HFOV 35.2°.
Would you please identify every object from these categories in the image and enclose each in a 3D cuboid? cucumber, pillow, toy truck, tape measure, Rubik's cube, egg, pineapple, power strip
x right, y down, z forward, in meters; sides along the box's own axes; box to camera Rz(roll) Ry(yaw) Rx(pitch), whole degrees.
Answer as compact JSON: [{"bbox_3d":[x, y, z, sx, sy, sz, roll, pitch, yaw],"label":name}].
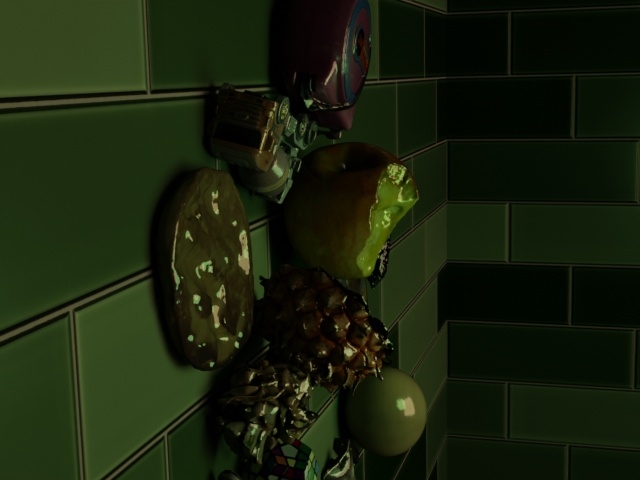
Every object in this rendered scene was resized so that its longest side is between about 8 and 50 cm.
[{"bbox_3d":[0.133,-0.034,2.349,0.072,0.072,0.300,50,39,-67],"label":"cucumber"},{"bbox_3d":[0.045,0.514,2.159,0.091,0.055,0.136,-67,152,-47],"label":"pillow"},{"bbox_3d":[-0.089,-0.143,1.550,0.256,0.108,0.140,25,81,-76],"label":"toy truck"},{"bbox_3d":[0.004,-0.328,1.799,0.231,0.149,0.245,52,49,-70],"label":"tape measure"},{"bbox_3d":[-0.066,0.380,1.647,0.112,0.133,0.133,-45,142,-28],"label":"Rubik's cube"},{"bbox_3d":[0.146,0.388,2.267,0.242,0.185,0.186,87,13,-49],"label":"egg"},{"bbox_3d":[-0.062,0.211,1.558,0.272,0.262,0.263,-50,144,-30],"label":"pineapple"},{"bbox_3d":[0.058,0.466,2.234,0.111,0.037,0.029,65,29,-59],"label":"power strip"}]

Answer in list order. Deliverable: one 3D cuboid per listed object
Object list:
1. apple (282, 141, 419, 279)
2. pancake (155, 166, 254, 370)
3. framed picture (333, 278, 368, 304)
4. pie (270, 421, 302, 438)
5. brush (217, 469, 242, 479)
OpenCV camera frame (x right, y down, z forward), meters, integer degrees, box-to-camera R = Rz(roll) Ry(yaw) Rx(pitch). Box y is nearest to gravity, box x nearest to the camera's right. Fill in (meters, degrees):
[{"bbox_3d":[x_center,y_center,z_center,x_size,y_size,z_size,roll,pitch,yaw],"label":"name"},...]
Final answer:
[{"bbox_3d":[0.054,-0.048,1.798,0.246,0.246,0.226,-66,157,-54],"label":"apple"},{"bbox_3d":[-0.157,0.037,1.420,0.294,0.049,0.295,-1,90,-72],"label":"pancake"},{"bbox_3d":[0.059,0.064,2.247,0.265,0.016,0.347,-60,147,-59],"label":"framed picture"},{"bbox_3d":[-0.066,0.282,1.773,0.187,0.041,0.187,1,90,-74],"label":"pie"},{"bbox_3d":[-0.126,0.475,1.566,0.060,0.068,0.297,-40,133,-36],"label":"brush"}]
